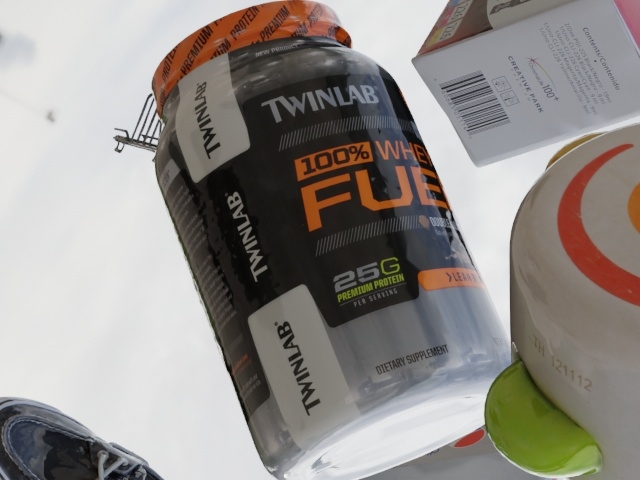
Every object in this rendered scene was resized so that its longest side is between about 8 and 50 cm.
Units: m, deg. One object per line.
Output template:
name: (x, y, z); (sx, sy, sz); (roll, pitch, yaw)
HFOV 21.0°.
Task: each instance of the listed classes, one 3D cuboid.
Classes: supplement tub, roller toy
supplement tub: (0.000, 0.000, 1.319); (0.207, 0.207, 0.338); (-40, -116, 42)
roller toy: (0.193, 0.032, 0.884); (0.209, 0.191, 0.146); (-63, 155, -45)

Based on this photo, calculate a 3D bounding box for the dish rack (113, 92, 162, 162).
dish rack: (-0.074, -0.087, 1.593); (0.271, 0.208, 0.074); (18, -88, 69)

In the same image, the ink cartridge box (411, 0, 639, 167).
ink cartridge box: (0.268, -0.234, 1.586); (0.272, 0.130, 0.309); (-17, -152, 35)

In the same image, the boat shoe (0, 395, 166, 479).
boat shoe: (-0.223, 0.253, 1.760); (0.102, 0.301, 0.108); (-12, -137, 49)

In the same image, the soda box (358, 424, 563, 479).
soda box: (0.141, 0.284, 2.078); (0.286, 0.098, 0.091); (-11, -158, 20)
